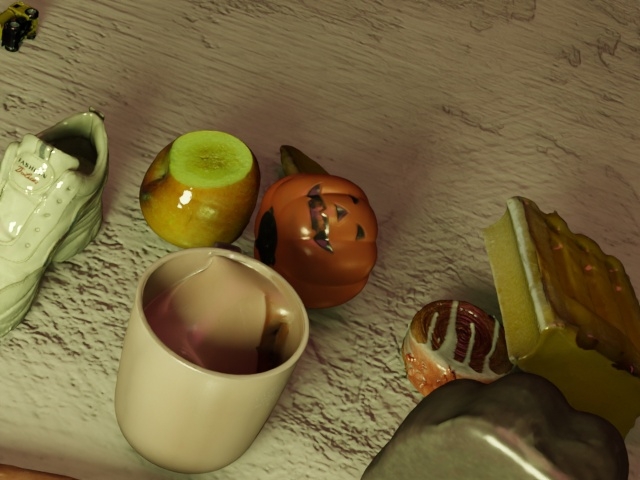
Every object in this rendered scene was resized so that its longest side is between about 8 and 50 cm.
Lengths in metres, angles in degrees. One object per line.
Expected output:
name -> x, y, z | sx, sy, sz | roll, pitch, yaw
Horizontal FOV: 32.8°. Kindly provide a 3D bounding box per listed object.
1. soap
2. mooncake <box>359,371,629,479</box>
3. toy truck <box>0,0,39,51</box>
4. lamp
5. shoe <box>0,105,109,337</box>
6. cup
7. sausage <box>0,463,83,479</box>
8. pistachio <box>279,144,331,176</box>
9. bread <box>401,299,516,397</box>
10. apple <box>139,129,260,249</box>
soap -> 0.350, 0.103, 1.519 | 0.259, 0.143, 0.281 | 34, 33, -26
mooncake -> 0.191, 0.281, 1.160 | 0.306, 0.306, 0.154 | 34, 39, 13
toy truck -> -0.486, -0.343, 1.732 | 0.054, 0.049, 0.083 | 26, 40, 6
lamp -> 0.000, 0.000, 1.475 | 0.164, 0.187, 0.187 | 1, 44, -26
shoe -> -0.363, -0.035, 1.312 | 0.132, 0.210, 0.342 | 28, 39, 5
cup -> -0.133, 0.123, 1.253 | 0.192, 0.200, 0.253 | 13, 41, -12
sausage -> -0.340, 0.263, 1.090 | 0.433, 0.088, 0.088 | 13, 40, -14
pistachio -> -0.010, -0.081, 1.667 | 0.173, 0.049, 0.089 | 42, 20, 24
bread -> 0.188, 0.155, 1.476 | 0.161, 0.073, 0.160 | 15, 40, -13
apple -> -0.165, -0.066, 1.480 | 0.147, 0.163, 0.146 | 18, 32, -26
